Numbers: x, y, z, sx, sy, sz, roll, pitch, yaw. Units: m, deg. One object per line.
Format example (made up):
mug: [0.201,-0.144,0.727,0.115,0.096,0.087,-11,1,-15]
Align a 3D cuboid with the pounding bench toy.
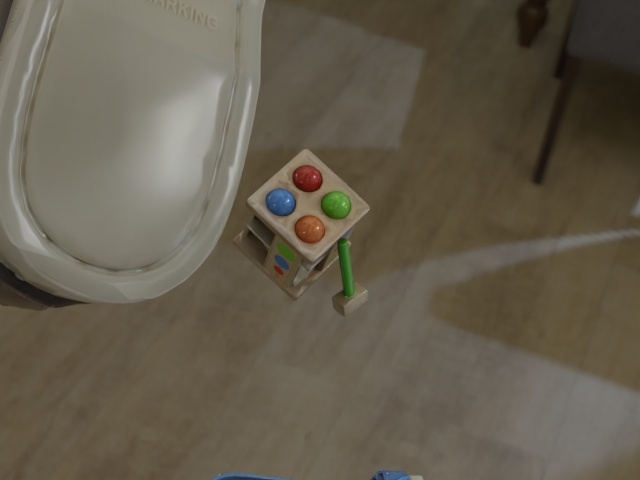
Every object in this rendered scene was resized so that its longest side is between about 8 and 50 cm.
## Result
pounding bench toy: [0.000,0.000,0.792,0.083,0.065,0.052,43,64,8]

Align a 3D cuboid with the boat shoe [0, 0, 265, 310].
boat shoe: [-0.057,-0.127,0.505,0.116,0.097,0.324,25,71,-28]

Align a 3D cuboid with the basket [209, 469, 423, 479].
basket: [0.044,0.308,1.062,0.289,0.201,0.255,5,59,-11]
